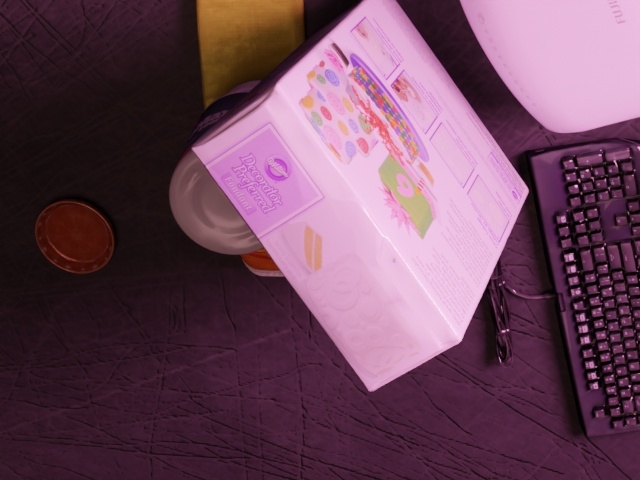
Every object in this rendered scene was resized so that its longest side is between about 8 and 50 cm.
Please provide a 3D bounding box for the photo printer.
[{"bbox_3d":[0.261,-0.227,1.292,0.308,0.107,0.256,-13,119,30],"label":"photo printer"}]

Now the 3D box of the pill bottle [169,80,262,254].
[{"bbox_3d":[-0.067,-0.073,1.405,0.108,0.180,0.108,3,117,5],"label":"pill bottle"}]

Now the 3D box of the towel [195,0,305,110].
[{"bbox_3d":[-0.060,-0.137,1.486,0.102,0.021,0.237,0,117,6],"label":"towel"}]

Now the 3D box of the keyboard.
[{"bbox_3d":[0.244,0.055,1.517,0.202,0.033,0.317,-8,115,16],"label":"keyboard"}]

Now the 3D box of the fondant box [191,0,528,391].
[{"bbox_3d":[0.048,-0.058,1.310,0.096,0.330,0.238,-32,100,25],"label":"fondant box"}]

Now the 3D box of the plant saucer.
[{"bbox_3d":[-0.248,-0.005,1.599,0.084,0.013,0.083,6,119,10],"label":"plant saucer"}]

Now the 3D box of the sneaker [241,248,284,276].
[{"bbox_3d":[0.000,0.000,1.513,0.175,0.064,0.067,-5,138,13],"label":"sneaker"}]
